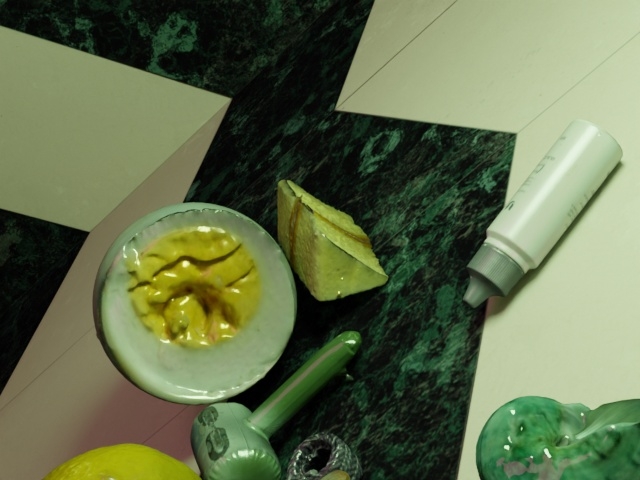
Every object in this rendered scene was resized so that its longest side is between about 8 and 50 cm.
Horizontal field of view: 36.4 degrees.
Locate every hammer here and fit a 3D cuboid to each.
[{"bbox_3d":[-0.057,0.266,1.544,0.335,0.119,0.206,-42,25,-2],"label":"hammer"}]

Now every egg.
[{"bbox_3d":[-0.232,0.101,1.784,0.354,0.354,0.340,-50,11,-3],"label":"egg"}]

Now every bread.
[{"bbox_3d":[0.000,0.000,1.725,0.142,0.178,0.266,-41,29,2],"label":"bread"}]

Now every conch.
[{"bbox_3d":[0.264,0.237,1.039,0.196,0.134,0.202,-12,8,-21],"label":"conch"}]

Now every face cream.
[{"bbox_3d":[0.305,-0.029,1.388,0.311,0.092,0.092,-52,25,-6],"label":"face cream"}]

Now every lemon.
[{"bbox_3d":[-0.296,0.457,1.408,0.336,0.336,0.336,-37,27,23],"label":"lemon"}]

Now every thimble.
[{"bbox_3d":[0.006,0.327,1.393,0.104,0.066,0.095,-32,31,26],"label":"thimble"}]

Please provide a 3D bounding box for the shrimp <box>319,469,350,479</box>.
[{"bbox_3d":[-0.084,0.436,1.268,0.360,0.085,0.247,-47,-13,-2],"label":"shrimp"}]
